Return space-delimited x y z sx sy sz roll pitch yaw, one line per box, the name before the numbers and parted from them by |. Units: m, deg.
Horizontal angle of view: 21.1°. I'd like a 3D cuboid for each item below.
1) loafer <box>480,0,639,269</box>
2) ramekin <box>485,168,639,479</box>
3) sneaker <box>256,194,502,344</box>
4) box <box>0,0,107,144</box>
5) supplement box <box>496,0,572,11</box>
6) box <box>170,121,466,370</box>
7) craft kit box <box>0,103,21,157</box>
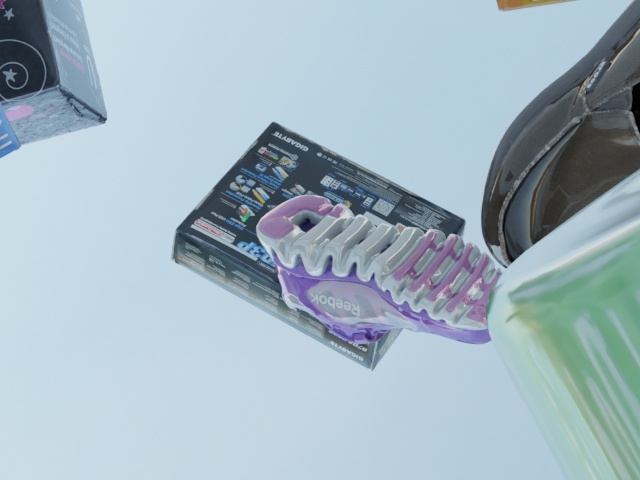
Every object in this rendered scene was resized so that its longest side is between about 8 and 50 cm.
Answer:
loafer | 0.257 -0.088 1.455 0.366 0.134 0.130 -57 -157 33
ramekin | 0.202 0.009 0.562 0.303 0.148 0.303 -33 180 0
sneaker | 0.054 0.044 1.449 0.236 0.104 0.095 20 -141 30
box | -0.282 -0.118 1.106 0.247 0.163 0.142 -15 -94 3
supplement box | 0.284 -0.285 1.675 0.233 0.080 0.078 -6 -152 11
box | 0.000 0.000 1.598 0.175 0.220 0.051 -52 163 -37
craft kit box | -0.291 -0.094 0.755 0.247 0.249 0.061 -34 -157 -31
